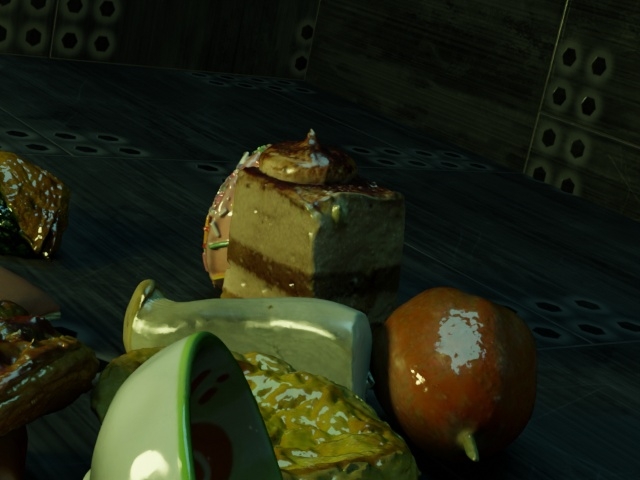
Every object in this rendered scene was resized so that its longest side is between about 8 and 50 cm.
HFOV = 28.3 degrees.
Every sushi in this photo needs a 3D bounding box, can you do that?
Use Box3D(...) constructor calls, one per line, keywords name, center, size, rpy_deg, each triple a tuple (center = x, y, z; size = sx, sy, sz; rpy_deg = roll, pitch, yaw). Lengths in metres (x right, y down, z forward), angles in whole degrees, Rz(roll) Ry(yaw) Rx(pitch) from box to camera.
Box3D(name="sushi", center=(-0.491, -0.060, 1.875), size=(0.287, 0.140, 0.149), rpy_deg=(17, -21, 20))

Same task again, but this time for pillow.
Box3D(name="pillow", center=(-0.426, 0.078, 1.523), size=(0.171, 0.075, 0.179), rpy_deg=(24, 20, 18))

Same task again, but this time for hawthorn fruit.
Box3D(name="hawthorn fruit", center=(0.160, 0.174, 1.462), size=(0.199, 0.199, 0.251), rpy_deg=(9, 32, -10))

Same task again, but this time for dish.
Box3D(name="dish", center=(-0.096, 0.234, 0.888), size=(0.124, 0.324, 0.324), rpy_deg=(-16, 15, 6))

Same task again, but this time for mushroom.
Box3D(name="mushroom", center=(-0.089, 0.133, 1.487), size=(0.328, 0.159, 0.122), rpy_deg=(9, -30, 18))

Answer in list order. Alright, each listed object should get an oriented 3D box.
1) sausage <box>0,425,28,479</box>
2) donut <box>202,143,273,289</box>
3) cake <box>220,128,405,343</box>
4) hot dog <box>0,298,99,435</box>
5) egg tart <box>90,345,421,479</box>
Box3D(name="sausage", center=(-0.307, 0.215, 1.124), size=(0.089, 0.083, 0.300), rpy_deg=(20, 15, -18))
Box3D(name="donut", center=(-0.089, -0.013, 1.858), size=(0.085, 0.233, 0.199), rpy_deg=(25, 61, 26))
Box3D(name="cake", center=(0.000, 0.000, 1.723), size=(0.196, 0.293, 0.198), rpy_deg=(-4, 18, -41))
Box3D(name="hot dog", center=(-0.297, 0.119, 1.132), size=(0.160, 0.099, 0.227), rpy_deg=(17, 21, 15))
Box3D(name="egg tart", center=(-0.065, 0.211, 1.229), size=(0.341, 0.129, 0.341), rpy_deg=(12, 14, -3))
